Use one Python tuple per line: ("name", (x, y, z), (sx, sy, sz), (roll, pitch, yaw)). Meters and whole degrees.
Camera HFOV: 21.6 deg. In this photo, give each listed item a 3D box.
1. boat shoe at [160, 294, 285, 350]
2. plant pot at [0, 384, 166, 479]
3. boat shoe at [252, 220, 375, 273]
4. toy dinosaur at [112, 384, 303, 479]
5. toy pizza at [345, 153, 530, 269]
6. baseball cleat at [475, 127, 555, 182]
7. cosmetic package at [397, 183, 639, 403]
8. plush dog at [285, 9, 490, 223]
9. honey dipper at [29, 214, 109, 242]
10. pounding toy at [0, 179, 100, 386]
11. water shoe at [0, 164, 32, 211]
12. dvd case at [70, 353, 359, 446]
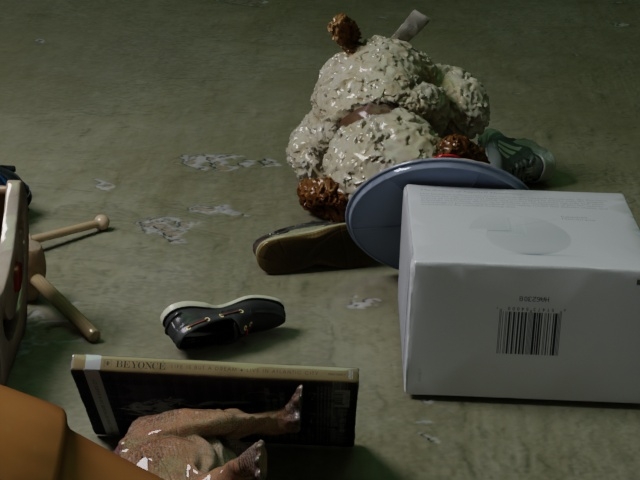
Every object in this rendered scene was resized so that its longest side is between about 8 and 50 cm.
("boat shoe", (-0.088, 0.081, 1.611), (0.133, 0.049, 0.042), (-3, 47, -35))
("plant pot", (-0.132, 0.235, 0.875), (0.203, 0.291, 0.291), (17, 18, -9))
("boat shoe", (0.000, 0.000, 1.822), (0.152, 0.056, 0.049), (-4, 26, -18))
("toy dinosaur", (-0.119, 0.180, 1.228), (0.200, 0.127, 0.296), (-1, 13, 10))
("toy pizza", (0.126, -0.029, 1.741), (0.201, 0.201, 0.032), (2, 55, 0))
("baseball cleat", (0.241, -0.093, 2.091), (0.109, 0.072, 0.206), (10, 24, 1))
("cosmetic package", (0.189, 0.046, 1.596), (0.224, 0.138, 0.225), (3, 21, 1))
("plush dog", (0.072, -0.128, 1.981), (0.262, 0.211, 0.225), (-18, 49, 7))
("honey dipper", (-0.293, -0.008, 1.850), (0.030, 0.030, 0.160), (17, 23, 35))
("pounding toy", (-0.285, 0.028, 1.566), (0.154, 0.154, 0.269), (2, 20, -2))
("water shoe", (-0.364, -0.052, 1.900), (0.080, 0.073, 0.203), (-2, 21, -19))
("dvd case", (-0.081, 0.130, 1.352), (0.221, 0.018, 0.164), (2, -24, 1))
